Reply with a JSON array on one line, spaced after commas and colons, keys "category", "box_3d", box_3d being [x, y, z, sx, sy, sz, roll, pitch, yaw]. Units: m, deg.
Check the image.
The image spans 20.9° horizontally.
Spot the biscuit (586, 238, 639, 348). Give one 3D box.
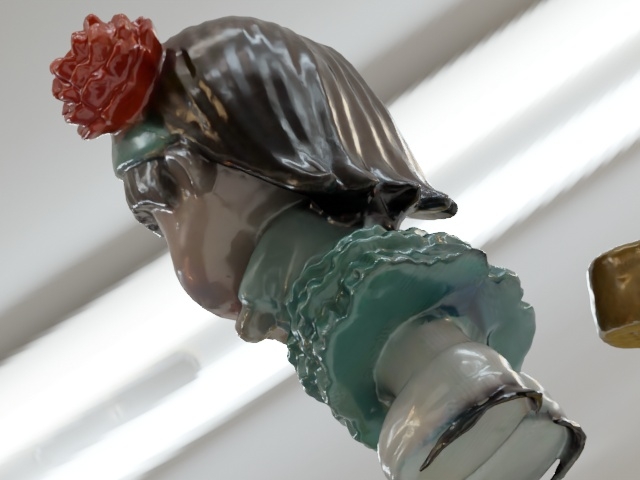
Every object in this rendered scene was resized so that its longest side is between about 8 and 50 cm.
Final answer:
[{"category": "biscuit", "box_3d": [0.210, 0.011, 0.563, 0.238, 0.212, 0.041, 11, -109, -35]}]

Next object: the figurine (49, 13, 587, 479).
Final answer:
[{"category": "figurine", "box_3d": [0.000, 0.000, 0.657, 0.110, 0.245, 0.138, -46, -41, 6]}]
